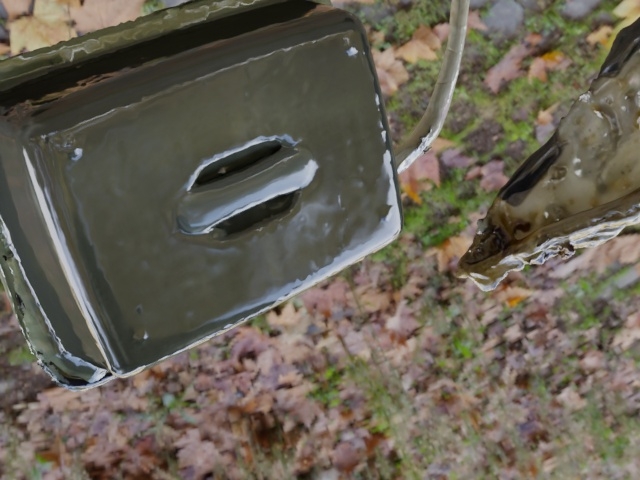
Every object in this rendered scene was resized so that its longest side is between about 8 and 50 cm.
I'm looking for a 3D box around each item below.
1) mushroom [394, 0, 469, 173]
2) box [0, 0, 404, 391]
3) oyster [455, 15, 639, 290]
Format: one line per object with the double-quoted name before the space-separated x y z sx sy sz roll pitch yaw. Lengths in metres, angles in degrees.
"mushroom" 0.096 -0.142 0.807 0.068 0.306 0.043 21 167 -13
"box" -0.089 -0.046 0.596 0.290 0.166 0.221 -27 115 -29
"oyster" 0.236 -0.080 0.672 0.345 0.129 0.078 -47 142 20
